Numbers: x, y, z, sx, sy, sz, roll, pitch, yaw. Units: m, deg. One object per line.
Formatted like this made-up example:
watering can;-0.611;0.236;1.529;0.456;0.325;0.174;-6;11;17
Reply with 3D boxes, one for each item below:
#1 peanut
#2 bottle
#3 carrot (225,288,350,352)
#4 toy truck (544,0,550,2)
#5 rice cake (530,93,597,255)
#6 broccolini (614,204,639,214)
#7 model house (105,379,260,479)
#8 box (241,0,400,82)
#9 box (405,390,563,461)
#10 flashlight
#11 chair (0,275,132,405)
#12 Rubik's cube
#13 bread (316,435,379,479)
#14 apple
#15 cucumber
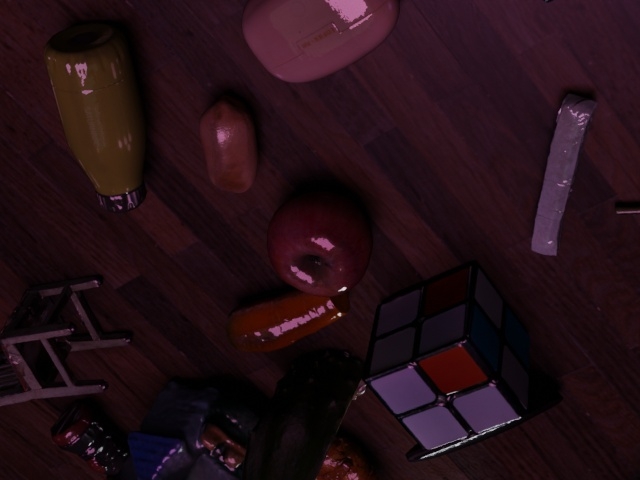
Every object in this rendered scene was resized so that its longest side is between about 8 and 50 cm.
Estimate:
peanut;-0.124;-0.129;1.543;0.076;0.076;0.152;2;125;11
bottle;-0.294;-0.159;1.531;0.112;0.112;0.260;2;127;12
carrot;-0.050;0.119;1.709;0.193;0.087;0.087;-16;122;21
toy truck;0.244;-0.340;1.292;0.136;0.074;0.063;40;125;-19
rice cake;0.319;-0.084;1.492;0.045;0.042;0.245;18;131;15
broccolini;0.500;-0.053;1.485;0.218;0.044;0.042;0;142;19
model house;-0.222;0.452;1.820;0.252;0.329;0.294;10;133;32
box;-0.001;-0.278;1.387;0.200;0.088;0.146;-25;119;29
box;0.249;0.280;1.709;0.213;0.201;0.042;-28;77;31
flashlight;-0.368;0.385;1.985;0.093;0.093;0.232;-28;117;29
chair;-0.461;0.165;1.805;0.271;0.136;0.147;-9;123;21
Rubik's cube;0.186;0.168;1.630;0.180;0.183;0.167;-25;119;30
bread;0.020;0.372;1.888;0.233;0.076;0.105;34;130;-2
apple;0.000;0.000;1.583;0.153;0.120;0.153;10;130;13
cucumber;-0.034;0.288;1.685;0.145;0.325;0.105;17;129;8
